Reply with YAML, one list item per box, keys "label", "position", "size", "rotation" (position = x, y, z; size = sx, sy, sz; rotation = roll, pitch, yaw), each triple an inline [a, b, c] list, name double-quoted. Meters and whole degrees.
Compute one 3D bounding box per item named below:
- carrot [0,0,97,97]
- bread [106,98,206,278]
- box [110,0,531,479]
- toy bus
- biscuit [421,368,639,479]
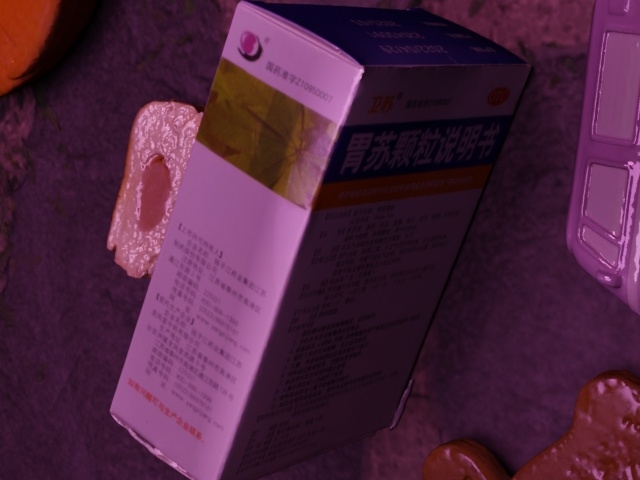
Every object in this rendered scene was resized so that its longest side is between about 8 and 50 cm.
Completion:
- label: "carrot"
  position: [-0.283, -0.266, 1.120]
  size: [0.258, 0.100, 0.307]
  rotation: [35, 123, 26]
- label: "bread"
  position: [-0.073, -0.029, 0.946]
  size: [0.085, 0.173, 0.134]
  rotation: [16, 99, 25]
- label: "box"
  position: [0.000, 0.000, 0.871]
  size: [0.106, 0.200, 0.299]
  rotation: [31, 114, 30]
- label: "toy bus"
  position: [0.224, -0.053, 0.740]
  size: [0.142, 0.142, 0.202]
  rotation: [11, 102, 29]
- label: "biscuit"
  position: [0.148, 0.215, 0.889]
  size: [0.301, 0.049, 0.197]
  rotation: [-41, 68, 33]
